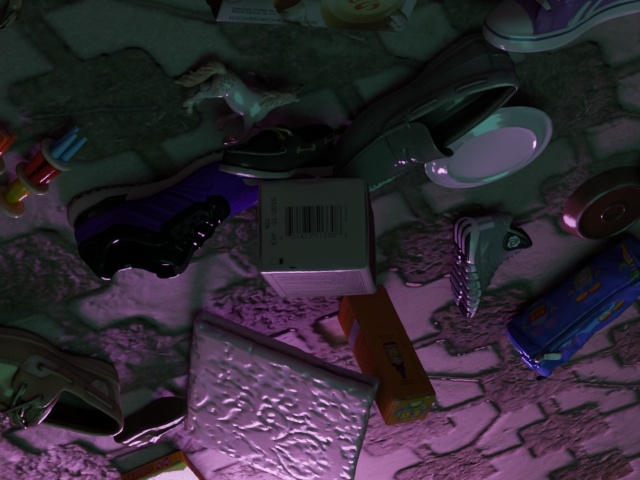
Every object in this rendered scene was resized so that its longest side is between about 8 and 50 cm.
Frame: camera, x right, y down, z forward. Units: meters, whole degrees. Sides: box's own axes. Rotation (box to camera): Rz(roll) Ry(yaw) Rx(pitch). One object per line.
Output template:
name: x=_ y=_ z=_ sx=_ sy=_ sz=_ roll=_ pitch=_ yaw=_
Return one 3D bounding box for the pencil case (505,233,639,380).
pencil case: x=0.472 y=0.121 z=2.149 sx=0.306 sy=0.133 sz=0.119 roll=-41 pitch=106 yaw=21

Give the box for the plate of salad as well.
plate of salad: x=0.248 y=-0.144 z=1.789 sx=0.200 sy=0.048 sz=0.200 roll=-13 pitch=151 yaw=-7

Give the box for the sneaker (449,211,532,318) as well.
sneaker: x=0.290 y=0.038 z=1.999 sx=0.132 sy=0.086 sz=0.228 roll=-17 pitch=141 yaw=-11

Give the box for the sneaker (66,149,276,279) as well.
sneaker: x=-0.189 y=-0.018 z=1.642 sx=0.293 sy=0.146 sz=0.102 roll=-18 pitch=142 yaw=-5

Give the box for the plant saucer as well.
plant saucer: x=0.490 y=-0.055 z=2.029 sx=0.169 sy=0.029 sz=0.168 roll=-14 pitch=140 yaw=-12

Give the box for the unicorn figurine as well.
unicorn figurine: x=-0.102 y=-0.180 z=1.562 sx=0.111 sy=0.060 sz=0.162 roll=-35 pitch=143 yaw=23

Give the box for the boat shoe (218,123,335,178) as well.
boat shoe: x=-0.056 y=-0.121 z=1.597 sx=0.228 sy=0.081 sz=0.068 roll=-10 pitch=111 yaw=-58

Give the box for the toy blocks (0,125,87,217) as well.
toy blocks: x=-0.379 y=-0.104 z=1.520 sx=0.148 sy=0.054 sz=0.123 roll=-40 pitch=140 yaw=21

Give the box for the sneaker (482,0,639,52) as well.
sneaker: x=0.332 y=-0.354 z=1.548 sx=0.282 sy=0.102 sz=0.161 roll=-25 pitch=140 yaw=-15

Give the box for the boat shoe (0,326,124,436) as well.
boat shoe: x=-0.439 y=0.223 z=1.835 sx=0.341 sy=0.110 sz=0.121 roll=20 pitch=126 yaw=-41

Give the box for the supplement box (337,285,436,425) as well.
supplement box: x=0.104 y=0.185 z=1.956 sx=0.078 sy=0.233 sz=0.080 roll=-6 pitch=136 yaw=-22

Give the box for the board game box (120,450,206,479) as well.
board game box: x=-0.274 y=0.489 z=2.296 sx=0.124 sy=0.039 sz=0.259 roll=-23 pitch=140 yaw=2

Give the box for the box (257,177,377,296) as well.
box: x=0.000 y=0.000 z=1.678 sx=0.149 sy=0.126 sz=0.232 roll=-2 pitch=169 yaw=4

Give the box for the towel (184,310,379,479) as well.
towel: x=-0.074 y=0.279 z=1.999 sx=0.317 sy=0.053 sz=0.331 roll=20 pitch=137 yaw=9

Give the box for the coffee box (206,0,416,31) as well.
coffee box: x=-0.003 y=-0.330 z=1.400 sx=0.247 sy=0.098 sz=0.141 roll=-1 pitch=137 yaw=-26

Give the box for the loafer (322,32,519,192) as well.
loafer: x=0.135 y=-0.154 z=1.667 sx=0.319 sy=0.111 sz=0.112 roll=-41 pitch=139 yaw=22

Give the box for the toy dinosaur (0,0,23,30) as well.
toy dinosaur: x=-0.303 y=-0.304 z=1.338 sx=0.183 sy=0.053 sz=0.093 roll=-26 pitch=158 yaw=17

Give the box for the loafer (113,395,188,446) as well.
loafer: x=-0.286 y=0.313 z=2.068 sx=0.148 sy=0.056 sz=0.050 roll=-23 pitch=144 yaw=17
